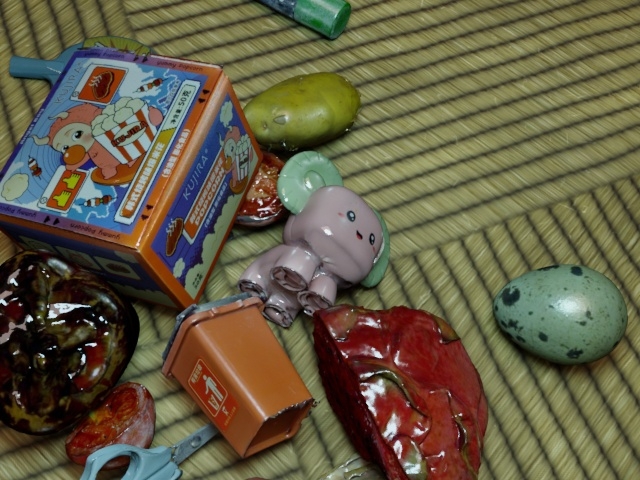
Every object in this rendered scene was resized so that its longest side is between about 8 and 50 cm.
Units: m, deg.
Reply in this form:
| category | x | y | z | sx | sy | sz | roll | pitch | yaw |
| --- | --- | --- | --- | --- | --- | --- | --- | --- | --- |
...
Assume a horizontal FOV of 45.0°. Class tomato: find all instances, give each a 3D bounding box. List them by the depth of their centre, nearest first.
| category | x | y | z | sx | sy | sz | roll | pitch | yaw |
| --- | --- | --- | --- | --- | --- | --- | --- | --- | --- |
| tomato | -0.327 | 0.316 | 1.250 | 0.139 | 0.091 | 0.159 | 0 | 36 | 43 |
| tomato | -0.128 | -0.083 | 1.469 | 0.174 | 0.082 | 0.166 | 33 | 71 | 21 |

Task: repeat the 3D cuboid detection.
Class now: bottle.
| category | x | y | z | sx | sy | sz | roll | pitch | yaw |
| --- | --- | --- | --- | --- | --- | --- | --- | --- | --- |
| bottle | -0.091 | -0.557 | 1.703 | 0.330 | 0.093 | 0.093 | 31 | 66 | 11 |

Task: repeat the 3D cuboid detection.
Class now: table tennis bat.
| category | x | y | z | sx | sy | sz | roll | pitch | yaw |
| --- | --- | --- | --- | --- | --- | --- | --- | --- | --- |
| table tennis bat | -0.477 | -0.340 | 1.602 | 0.329 | 0.044 | 0.215 | 8 | 65 | -2 |

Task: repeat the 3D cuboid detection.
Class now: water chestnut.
| category | x | y | z | sx | sy | sz | roll | pitch | yaw |
| --- | --- | --- | --- | --- | --- | --- | --- | --- | --- |
| water chestnut | -0.436 | 0.161 | 1.223 | 0.289 | 0.244 | 0.289 | -5 | 76 | 20 |

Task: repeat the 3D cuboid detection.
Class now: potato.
| category | x | y | z | sx | sy | sz | roll | pitch | yaw |
| --- | --- | --- | --- | --- | --- | --- | --- | --- | --- |
| potato | -0.033 | -0.251 | 1.506 | 0.173 | 0.140 | 0.300 | -4 | 18 | 35 |

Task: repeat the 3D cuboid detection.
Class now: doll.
| category | x | y | z | sx | sy | sz | roll | pitch | yaw |
| --- | --- | --- | --- | --- | --- | --- | --- | --- | --- |
| doll | 0.000 | 0.000 | 1.384 | 0.284 | 0.216 | 0.268 | 48 | 49 | -22 |

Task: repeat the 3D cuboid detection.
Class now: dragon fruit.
| category | x | y | z | sx | sy | sz | roll | pitch | yaw |
| --- | --- | --- | --- | --- | --- | --- | --- | --- | --- |
| dragon fruit | 0.163 | 0.231 | 1.194 | 0.286 | 0.228 | 0.329 | -10 | 31 | -11 |

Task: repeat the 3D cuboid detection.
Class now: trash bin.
| category | x | y | z | sx | sy | sz | roll | pitch | yaw |
| --- | --- | --- | --- | --- | --- | --- | --- | --- | --- |
| trash bin | -0.121 | 0.214 | 1.258 | 0.184 | 0.161 | 0.238 | -15 | 54 | -44 |

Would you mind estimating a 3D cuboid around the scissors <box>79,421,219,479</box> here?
| category | x | y | z | sx | sy | sz | roll | pitch | yaw |
| --- | --- | --- | --- | --- | --- | --- | --- | --- | --- |
| scissors | -0.225 | 0.342 | 1.242 | 0.360 | 0.191 | 0.029 | -29 | 36 | -32 |

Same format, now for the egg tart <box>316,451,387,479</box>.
| category | x | y | z | sx | sy | sz | roll | pitch | yaw |
| --- | --- | --- | --- | --- | --- | --- | --- | --- | --- |
| egg tart | 0.119 | 0.485 | 1.178 | 0.352 | 0.150 | 0.352 | 3 | 63 | -6 |

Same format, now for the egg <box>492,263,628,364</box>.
| category | x | y | z | sx | sy | sz | roll | pitch | yaw |
| --- | --- | --- | --- | --- | --- | --- | --- | --- | --- |
| egg | 0.419 | 0.127 | 1.357 | 0.228 | 0.177 | 0.177 | 8 | 63 | 14 |

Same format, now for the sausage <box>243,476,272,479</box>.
| category | x | y | z | sx | sy | sz | roll | pitch | yaw |
| --- | --- | --- | --- | --- | --- | --- | --- | --- | --- |
| sausage | -0.093 | 0.414 | 1.245 | 0.094 | 0.054 | 0.059 | 9 | 99 | 0 |

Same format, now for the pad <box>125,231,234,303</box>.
| category | x | y | z | sx | sy | sz | roll | pitch | yaw |
| --- | --- | --- | --- | --- | --- | --- | --- | --- | --- |
| pad | -0.358 | 0.002 | 1.458 | 0.330 | 0.004 | 0.220 | -34 | 71 | -18 |

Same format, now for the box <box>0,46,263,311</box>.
| category | x | y | z | sx | sy | sz | roll | pitch | yaw |
| --- | --- | --- | --- | --- | --- | --- | --- | --- | --- |
| box | -0.326 | -0.107 | 1.328 | 0.319 | 0.257 | 0.348 | 14 | 65 | 21 |
